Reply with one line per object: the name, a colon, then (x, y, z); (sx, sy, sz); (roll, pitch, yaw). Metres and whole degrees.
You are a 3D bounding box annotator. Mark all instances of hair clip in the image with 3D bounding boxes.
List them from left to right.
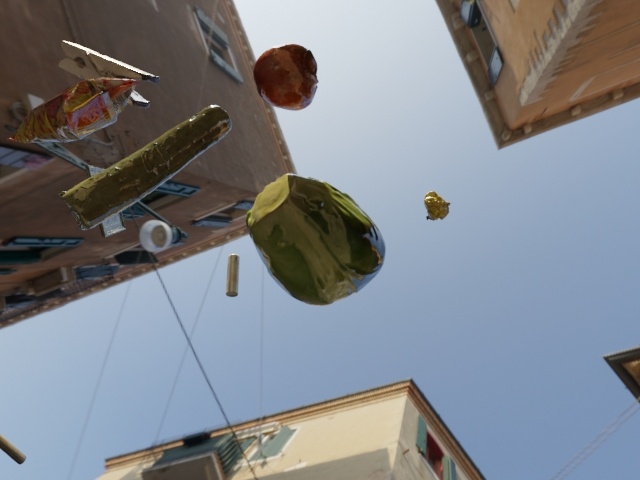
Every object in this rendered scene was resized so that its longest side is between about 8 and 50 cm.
hair clip: (-0.652, -0.510, 1.343); (0.331, 0.085, 0.101); (27, -67, 15)

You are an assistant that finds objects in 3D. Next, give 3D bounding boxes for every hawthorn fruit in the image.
hawthorn fruit: (-0.090, -0.428, 1.159); (0.173, 0.173, 0.172); (0, -90, 15)

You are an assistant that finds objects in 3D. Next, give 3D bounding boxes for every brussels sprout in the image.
brussels sprout: (0.000, 0.000, 1.112); (0.276, 0.371, 0.314); (-33, -130, 25)

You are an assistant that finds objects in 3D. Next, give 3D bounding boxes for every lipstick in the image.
lipstick: (-0.281, 0.110, 1.406); (0.040, 0.040, 0.141); (-14, -123, 14)

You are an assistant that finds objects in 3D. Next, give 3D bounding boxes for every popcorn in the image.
popcorn: (0.310, -0.085, 1.200); (0.084, 0.084, 0.084); (0, -90, 15)

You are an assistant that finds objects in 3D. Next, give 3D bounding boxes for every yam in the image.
yam: (-0.312, -0.149, 0.838); (0.083, 0.371, 0.083); (25, -41, 23)

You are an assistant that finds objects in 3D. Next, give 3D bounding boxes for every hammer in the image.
hammer: (-0.401, 0.191, 0.492); (0.017, 0.062, 0.182); (-39, -73, -15)

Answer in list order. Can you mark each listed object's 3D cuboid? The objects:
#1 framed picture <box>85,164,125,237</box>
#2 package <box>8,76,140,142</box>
framed picture: (-0.543, -0.101, 1.119); (0.010, 0.231, 0.172); (-11, -81, -11)
package: (-0.579, -0.301, 1.037); (0.288, 0.223, 0.108); (0, -49, 35)
